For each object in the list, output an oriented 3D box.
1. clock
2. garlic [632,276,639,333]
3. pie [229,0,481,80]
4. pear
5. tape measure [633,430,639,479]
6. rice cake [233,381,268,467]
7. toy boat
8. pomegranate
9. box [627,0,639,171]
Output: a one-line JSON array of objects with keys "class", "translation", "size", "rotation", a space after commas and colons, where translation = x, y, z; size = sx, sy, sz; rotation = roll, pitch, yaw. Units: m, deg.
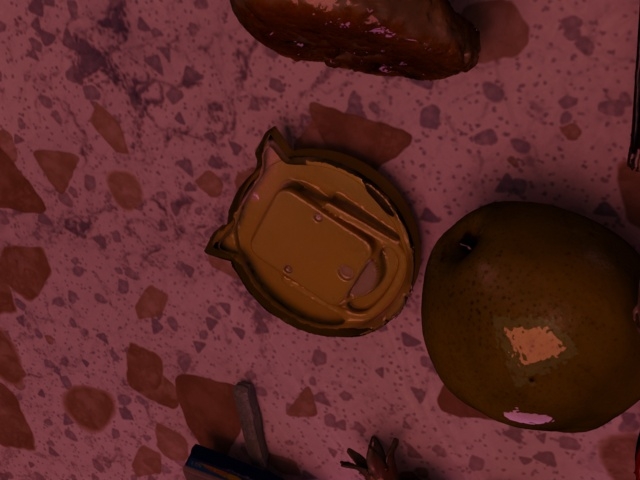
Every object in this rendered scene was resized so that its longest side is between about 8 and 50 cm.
[{"class": "clock", "translation": [0.003, -0.001, 1.325], "size": [0.293, 0.071, 0.277], "rotation": [40, 124, 2]}, {"class": "garlic", "translation": [0.473, 0.069, 0.967], "size": [0.286, 0.313, 0.249], "rotation": [5, 109, 23]}, {"class": "pie", "translation": [0.033, -0.240, 1.043], "size": [0.315, 0.315, 0.092], "rotation": [16, 92, 20]}, {"class": "pear", "translation": [0.254, 0.089, 1.119], "size": [0.294, 0.294, 0.294], "rotation": [13, 123, 21]}, {"class": "tape measure", "translation": [0.529, 0.284, 1.185], "size": [0.253, 0.114, 0.260], "rotation": [44, 129, -1]}, {"class": "rice cake", "translation": [-0.116, 0.313, 1.602], "size": [0.033, 0.029, 0.171], "rotation": [4, 119, 25]}, {"class": "toy boat", "translation": [-0.093, 0.443, 1.612], "size": [0.295, 0.088, 0.129], "rotation": [17, 153, 20]}, {"class": "pomegranate", "translation": [0.111, 0.416, 1.465], "size": [0.181, 0.181, 0.224], "rotation": [-18, 86, 35]}, {"class": "box", "translation": [0.504, -0.228, 0.890], "size": [0.385, 0.122, 0.344], "rotation": [7, 120, 24]}]
